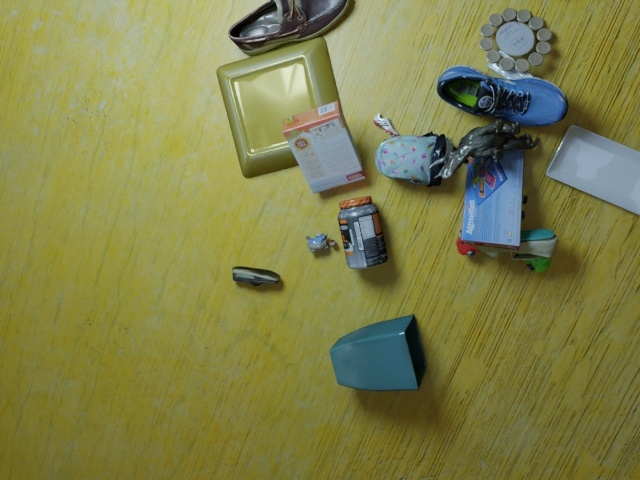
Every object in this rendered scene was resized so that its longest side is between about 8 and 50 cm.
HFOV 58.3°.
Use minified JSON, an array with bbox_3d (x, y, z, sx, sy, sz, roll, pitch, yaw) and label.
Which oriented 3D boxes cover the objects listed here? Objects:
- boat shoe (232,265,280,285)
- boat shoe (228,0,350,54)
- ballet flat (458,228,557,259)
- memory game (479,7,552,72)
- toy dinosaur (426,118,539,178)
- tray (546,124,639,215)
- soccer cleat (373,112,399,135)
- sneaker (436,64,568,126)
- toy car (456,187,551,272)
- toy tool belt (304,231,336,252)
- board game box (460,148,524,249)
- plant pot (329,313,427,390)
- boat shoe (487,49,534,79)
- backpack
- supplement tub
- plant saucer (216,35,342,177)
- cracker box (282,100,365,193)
[{"bbox_3d":[-0.191,0.111,1.706,0.152,0.056,0.049,11,105,19],"label":"boat shoe"},{"bbox_3d":[-0.089,-0.604,1.536,0.342,0.123,0.123,-16,88,14],"label":"boat shoe"},{"bbox_3d":[0.485,0.013,1.495,0.249,0.086,0.086,3,99,10],"label":"ballet flat"},{"bbox_3d":[0.496,-0.511,1.465,0.186,0.012,0.186,0,77,2],"label":"memory game"},{"bbox_3d":[0.430,-0.256,1.460,0.314,0.160,0.120,-25,110,-27],"label":"toy dinosaur"},{"bbox_3d":[0.742,-0.183,1.492,0.271,0.030,0.145,25,101,7],"label":"tray"},{"bbox_3d":[0.184,-0.318,1.580,0.083,0.029,0.035,36,107,9],"label":"soccer cleat"},{"bbox_3d":[0.442,-0.347,1.433,0.330,0.147,0.129,17,122,20],"label":"sneaker"},{"bbox_3d":[0.520,-0.001,1.550,0.225,0.053,0.239,42,104,2],"label":"toy car"},{"bbox_3d":[0.000,0.000,1.651,0.083,0.052,0.051,-15,104,12],"label":"toy tool belt"},{"bbox_3d":[0.447,-0.116,1.488,0.145,0.027,0.281,7,68,9],"label":"board game box"},{"bbox_3d":[0.158,0.327,1.618,0.234,0.165,0.165,-13,96,20],"label":"plant pot"},{"bbox_3d":[0.511,-0.413,1.486,0.184,0.066,0.063,42,114,2],"label":"boat shoe"},{"bbox_3d":[0.240,-0.222,1.538,0.182,0.115,0.151,8,100,9],"label":"backpack"},{"bbox_3d":[0.114,-0.023,1.592,0.117,0.117,0.190,-11,95,12],"label":"supplement tub"},{"bbox_3d":[-0.114,-0.370,1.604,0.333,0.081,0.332,-13,96,12],"label":"plant saucer"},{"bbox_3d":[0.013,-0.244,1.539,0.156,0.067,0.232,-15,136,12],"label":"cracker box"}]
